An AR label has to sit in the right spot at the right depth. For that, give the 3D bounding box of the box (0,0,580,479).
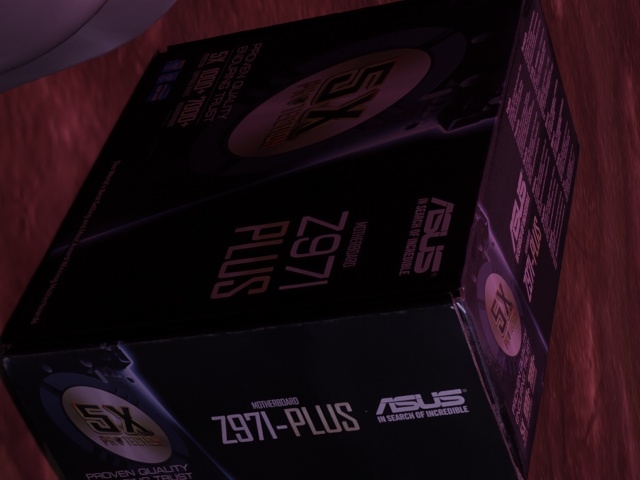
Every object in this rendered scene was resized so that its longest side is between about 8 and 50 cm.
[{"bbox_3d":[0.000,0.000,0.552,0.180,0.147,0.078,-70,146,-49],"label":"box"}]

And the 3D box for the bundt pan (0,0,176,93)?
[{"bbox_3d":[-0.106,-0.184,0.385,0.331,0.124,0.331,-8,90,-68],"label":"bundt pan"}]
